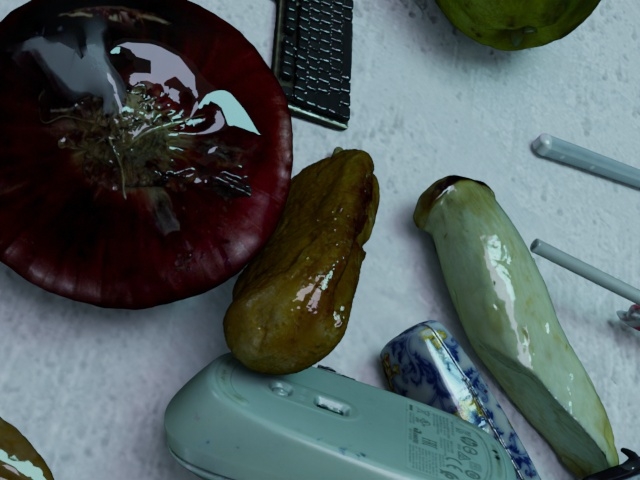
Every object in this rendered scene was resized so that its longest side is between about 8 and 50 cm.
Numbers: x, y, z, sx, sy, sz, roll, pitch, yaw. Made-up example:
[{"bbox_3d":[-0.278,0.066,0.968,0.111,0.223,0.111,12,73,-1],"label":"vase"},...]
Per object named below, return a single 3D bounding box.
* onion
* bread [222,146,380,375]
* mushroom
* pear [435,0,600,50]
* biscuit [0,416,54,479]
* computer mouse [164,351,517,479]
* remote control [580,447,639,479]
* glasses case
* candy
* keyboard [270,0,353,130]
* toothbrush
[{"bbox_3d":[-0.161,-0.079,0.803,0.273,0.285,0.273,-1,98,-10],"label":"onion"},{"bbox_3d":[-0.001,-0.002,0.862,0.084,0.124,0.344,56,25,-21],"label":"bread"},{"bbox_3d":[0.195,0.084,0.965,0.107,0.087,0.333,-13,73,-34],"label":"mushroom"},{"bbox_3d":[0.234,-0.381,1.132,0.269,0.269,0.321,11,73,-24],"label":"pear"},{"bbox_3d":[-0.270,0.285,0.607,0.350,0.070,0.394,-6,67,-31],"label":"biscuit"},{"bbox_3d":[0.015,0.178,0.765,0.288,0.097,0.159,20,13,0],"label":"computer mouse"},{"bbox_3d":[0.368,0.259,0.937,0.398,0.062,0.145,-1,74,-42],"label":"remote control"},{"bbox_3d":[0.137,0.191,0.872,0.065,0.087,0.248,-22,80,-40],"label":"glasses case"},{"bbox_3d":[0.376,0.079,1.038,0.365,0.124,0.124,24,55,-19],"label":"candy"},{"bbox_3d":[-0.006,-0.269,1.080,0.106,0.027,0.317,15,59,-22],"label":"keyboard"},{"bbox_3d":[0.411,-0.078,1.206,0.342,0.025,0.030,13,52,-23],"label":"toothbrush"}]
